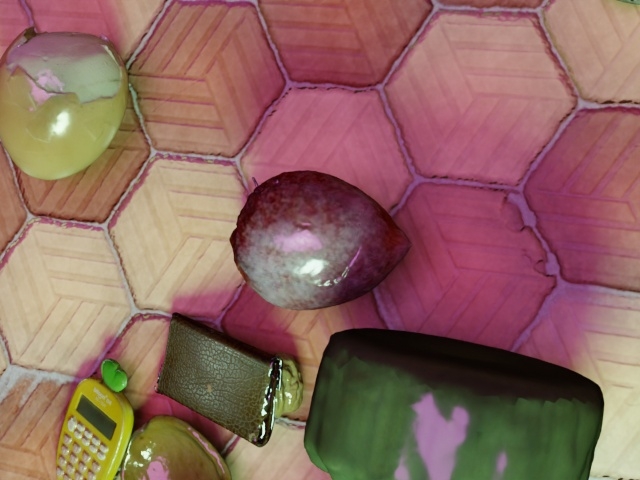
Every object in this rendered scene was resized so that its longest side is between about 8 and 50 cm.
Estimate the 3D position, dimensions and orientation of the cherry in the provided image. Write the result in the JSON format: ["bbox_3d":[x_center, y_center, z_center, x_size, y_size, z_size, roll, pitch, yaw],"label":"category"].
[{"bbox_3d":[0.000,0.000,1.239,0.250,0.175,0.192,5,75,13],"label":"cherry"}]

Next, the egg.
[{"bbox_3d":[-0.406,-0.211,1.421,0.201,0.201,0.244,25,107,18],"label":"egg"}]

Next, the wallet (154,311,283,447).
[{"bbox_3d":[-0.151,0.199,1.344,0.243,0.039,0.132,15,98,42],"label":"wallet"}]

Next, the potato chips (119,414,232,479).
[{"bbox_3d":[-0.209,0.364,1.381,0.208,0.062,0.195,14,92,25],"label":"potato chips"}]

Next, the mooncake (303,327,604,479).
[{"bbox_3d":[0.158,0.230,1.127,0.357,0.356,0.194,10,92,18],"label":"mooncake"}]

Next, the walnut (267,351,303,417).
[{"bbox_3d":[-0.065,0.213,1.342,0.079,0.082,0.096,-3,90,-11],"label":"walnut"}]

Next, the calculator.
[{"bbox_3d":[-0.352,0.299,1.428,0.146,0.032,0.234,27,97,39],"label":"calculator"}]

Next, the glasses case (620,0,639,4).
[{"bbox_3d":[0.457,-0.493,1.225,0.137,0.085,0.354,11,89,19],"label":"glasses case"}]
